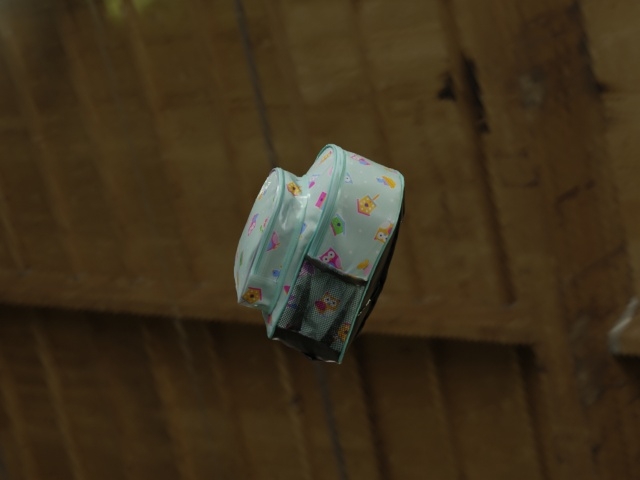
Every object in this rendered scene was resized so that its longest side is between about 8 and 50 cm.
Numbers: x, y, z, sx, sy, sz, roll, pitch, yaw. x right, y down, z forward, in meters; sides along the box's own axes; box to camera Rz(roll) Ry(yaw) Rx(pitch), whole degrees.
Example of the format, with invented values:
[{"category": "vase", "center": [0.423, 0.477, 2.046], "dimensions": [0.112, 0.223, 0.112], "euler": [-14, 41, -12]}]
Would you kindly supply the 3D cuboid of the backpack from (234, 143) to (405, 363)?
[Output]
[{"category": "backpack", "center": [0.000, 0.000, 1.654], "dimensions": [0.144, 0.166, 0.188], "euler": [29, -78, -10]}]
